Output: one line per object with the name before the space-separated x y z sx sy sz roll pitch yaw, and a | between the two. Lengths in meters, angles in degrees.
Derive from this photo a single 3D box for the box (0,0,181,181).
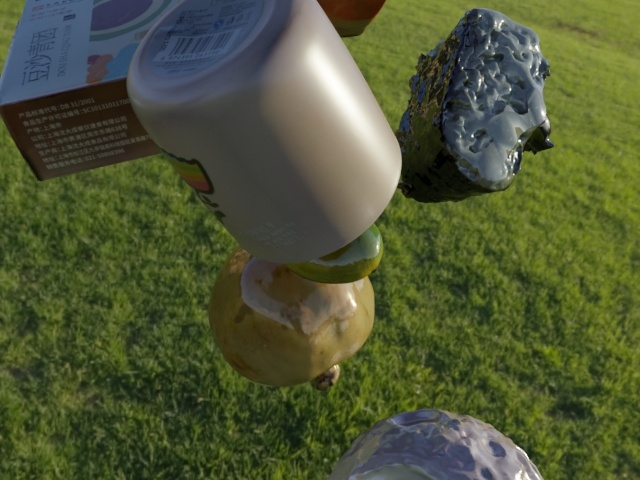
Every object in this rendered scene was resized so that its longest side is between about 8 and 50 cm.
box | -0.218 -0.274 0.874 0.386 0.122 0.344 -14 45 -4

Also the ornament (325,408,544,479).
ornament | 0.123 0.307 0.642 0.259 0.259 0.225 33 -3 36

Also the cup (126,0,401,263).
cup | -0.068 -0.126 0.576 0.191 0.200 0.253 -45 47 -7

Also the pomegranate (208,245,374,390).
pomegranate | -0.062 0.166 1.446 0.412 0.411 0.411 8 28 -4

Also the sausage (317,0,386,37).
sausage | 0.038 -0.394 0.916 0.141 0.153 0.268 30 6 -11

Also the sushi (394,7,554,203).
sushi | 0.266 -0.214 1.069 0.234 0.207 0.348 30 68 -19

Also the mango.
mango | 0.001 0.004 0.950 0.191 0.122 0.085 10 -5 7
